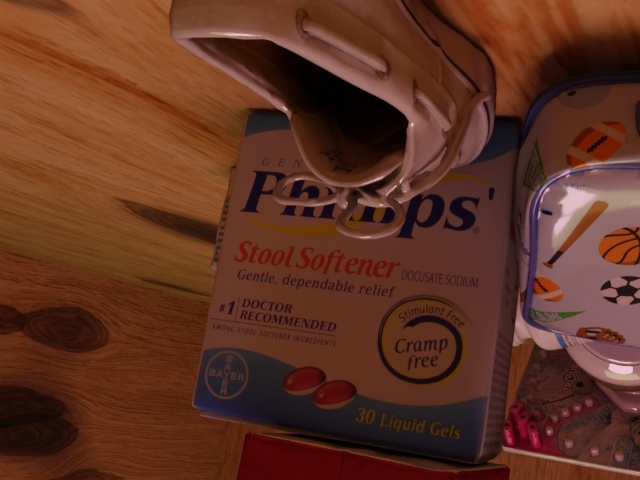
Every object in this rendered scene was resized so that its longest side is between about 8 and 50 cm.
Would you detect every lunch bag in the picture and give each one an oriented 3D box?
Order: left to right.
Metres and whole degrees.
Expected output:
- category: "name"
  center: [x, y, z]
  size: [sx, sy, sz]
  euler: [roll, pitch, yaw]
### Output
- category: "lunch bag"
  center: [0.292, -0.017, 0.544]
  size: [0.304, 0.115, 0.243]
  euler: [1, 142, 12]

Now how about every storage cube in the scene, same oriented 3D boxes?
- category: "storage cube"
  center: [0.041, 0.270, 0.641]
  size: [0.184, 0.193, 0.215]
  euler: [3, 167, 27]

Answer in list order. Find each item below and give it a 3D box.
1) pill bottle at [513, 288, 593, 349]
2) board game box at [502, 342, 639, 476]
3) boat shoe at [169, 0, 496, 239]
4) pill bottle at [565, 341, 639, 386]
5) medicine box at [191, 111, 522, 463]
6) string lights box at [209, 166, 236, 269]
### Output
- category: "pill bottle"
  center: [0.319, 0.067, 0.964]
  size: [0.222, 0.124, 0.124]
  euler: [-16, 160, 24]
- category: "board game box"
  center: [0.545, 0.232, 1.331]
  size: [0.390, 0.390, 0.050]
  euler: [3, 127, 31]
- category: "boat shoe"
  center: [0.025, -0.075, 0.487]
  size: [0.136, 0.156, 0.367]
  euler: [5, 169, 23]
- category: "pill bottle"
  center: [0.455, 0.125, 1.150]
  size: [0.188, 0.187, 0.334]
  euler: [5, 169, 22]
- category: "medicine box"
  center: [0.048, 0.040, 0.733]
  size: [0.264, 0.289, 0.149]
  euler: [5, 170, 20]
- category: "string lights box"
  center: [0.000, 0.000, 0.997]
  size: [0.260, 0.133, 0.077]
  euler: [14, 173, -30]
